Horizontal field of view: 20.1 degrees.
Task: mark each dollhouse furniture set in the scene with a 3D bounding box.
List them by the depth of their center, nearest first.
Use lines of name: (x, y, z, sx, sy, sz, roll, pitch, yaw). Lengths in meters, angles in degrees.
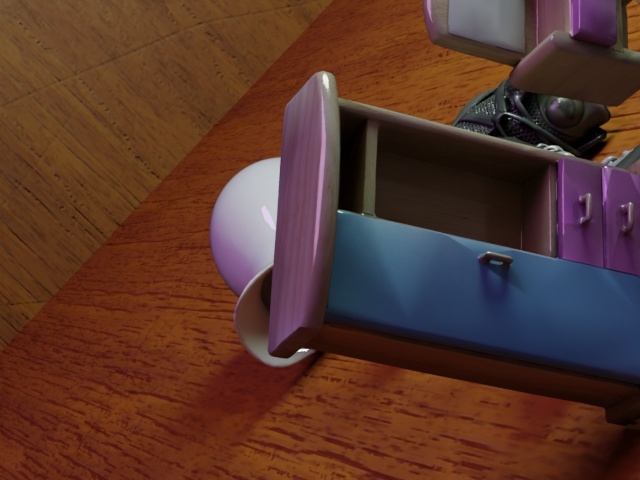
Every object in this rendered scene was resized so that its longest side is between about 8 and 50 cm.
dollhouse furniture set: (0.130, -0.084, 0.811, 0.303, 0.198, 0.286, 137, 141, -57)

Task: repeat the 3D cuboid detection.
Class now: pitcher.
pitcher: (0.000, 0.000, 1.476, 0.178, 0.125, 0.207, -24, 25, 1)

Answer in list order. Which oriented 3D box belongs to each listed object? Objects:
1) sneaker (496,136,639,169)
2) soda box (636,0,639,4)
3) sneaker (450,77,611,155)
sneaker: (0.174, -0.028, 1.100, 0.132, 0.086, 0.228, -37, 24, 12)
soda box: (0.318, -0.247, 1.320, 0.216, 0.074, 0.069, -41, 13, 18)
sneaker: (0.125, -0.055, 1.289, 0.130, 0.087, 0.227, -40, 7, 49)
